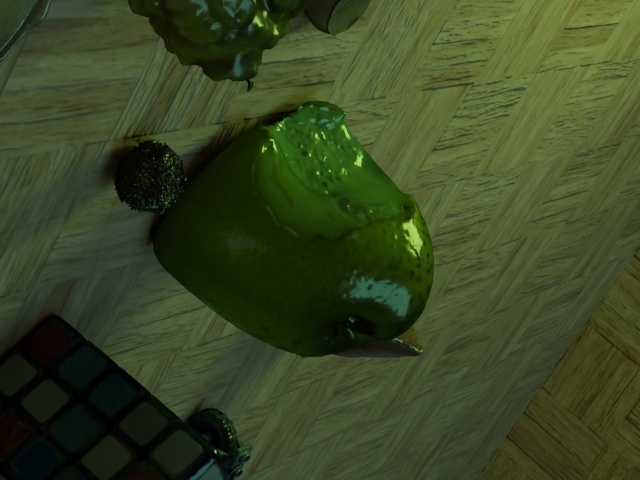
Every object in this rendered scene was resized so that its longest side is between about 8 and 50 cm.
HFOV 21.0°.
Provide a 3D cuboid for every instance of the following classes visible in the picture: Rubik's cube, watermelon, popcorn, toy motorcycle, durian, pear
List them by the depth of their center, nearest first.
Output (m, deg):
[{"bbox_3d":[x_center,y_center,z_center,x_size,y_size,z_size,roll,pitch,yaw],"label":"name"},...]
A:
[{"bbox_3d":[-0.079,-0.250,1.537,0.189,0.169,0.218,-46,163,-7],"label":"popcorn"},{"bbox_3d":[-0.174,-0.069,1.800,0.080,0.080,0.091,-24,154,-48],"label":"durian"},{"bbox_3d":[-0.273,0.315,1.919,0.293,0.287,0.292,-43,147,-16],"label":"Rubik's cube"},{"bbox_3d":[0.000,0.000,1.989,0.286,0.282,0.176,-29,160,-43],"label":"pear"},{"bbox_3d":[0.049,0.093,2.452,0.207,0.202,0.136,45,48,-72],"label":"watermelon"},{"bbox_3d":[-0.168,0.372,2.482,0.106,0.159,0.270,-18,145,-49],"label":"toy motorcycle"}]

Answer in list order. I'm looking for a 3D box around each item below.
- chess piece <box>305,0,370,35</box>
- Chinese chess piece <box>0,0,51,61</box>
[{"bbox_3d":[0.022,-0.266,1.902,0.083,0.038,0.083,-43,159,-21],"label":"chess piece"},{"bbox_3d":[-0.320,-0.212,1.168,0.338,0.140,0.338,-41,157,-22],"label":"Chinese chess piece"}]
